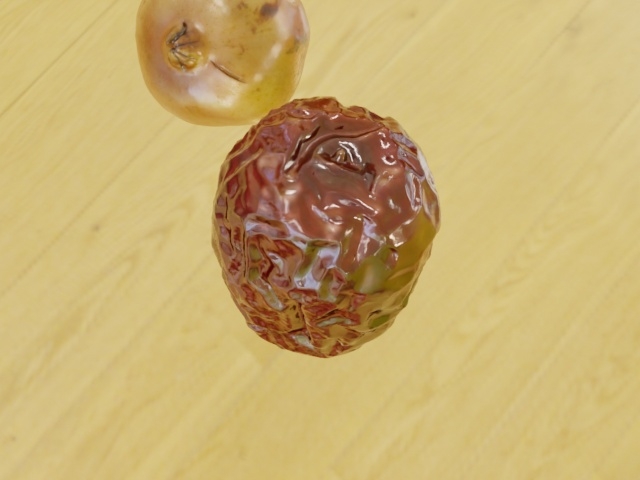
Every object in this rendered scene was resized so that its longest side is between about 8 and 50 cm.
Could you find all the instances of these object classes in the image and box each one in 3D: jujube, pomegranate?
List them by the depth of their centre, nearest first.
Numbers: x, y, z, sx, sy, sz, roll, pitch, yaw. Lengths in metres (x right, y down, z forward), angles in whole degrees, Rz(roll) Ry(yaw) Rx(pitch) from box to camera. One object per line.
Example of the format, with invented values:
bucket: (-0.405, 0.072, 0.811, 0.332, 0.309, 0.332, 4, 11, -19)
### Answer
jujube: (0.000, 0.000, 0.746, 0.109, 0.176, 0.112, -28, 69, -20)
pomegranate: (-0.114, -0.231, 1.615, 0.209, 0.209, 0.209, 0, 90, -21)
